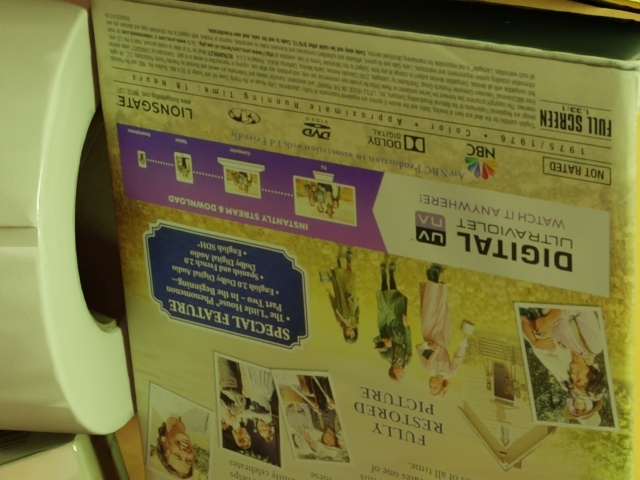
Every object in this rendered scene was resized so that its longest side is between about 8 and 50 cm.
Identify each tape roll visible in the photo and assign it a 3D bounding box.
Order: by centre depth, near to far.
[{"bbox_3d":[-0.190,-0.018,1.017,0.169,0.246,0.246,2,99,13],"label":"tape roll"}]

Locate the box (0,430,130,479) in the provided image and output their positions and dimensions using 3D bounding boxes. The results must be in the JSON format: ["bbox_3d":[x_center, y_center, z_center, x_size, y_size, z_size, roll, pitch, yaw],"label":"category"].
[{"bbox_3d":[-0.151,0.263,1.130,0.121,0.148,0.311,-17,101,1],"label":"box"}]

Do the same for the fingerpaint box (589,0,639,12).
[{"bbox_3d":[0.158,-0.344,0.931,0.163,0.371,0.445,12,99,-4],"label":"fingerpaint box"}]

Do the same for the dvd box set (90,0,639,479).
[{"bbox_3d":[0.036,0.077,0.960,0.308,0.062,0.420,11,118,31],"label":"dvd box set"}]
